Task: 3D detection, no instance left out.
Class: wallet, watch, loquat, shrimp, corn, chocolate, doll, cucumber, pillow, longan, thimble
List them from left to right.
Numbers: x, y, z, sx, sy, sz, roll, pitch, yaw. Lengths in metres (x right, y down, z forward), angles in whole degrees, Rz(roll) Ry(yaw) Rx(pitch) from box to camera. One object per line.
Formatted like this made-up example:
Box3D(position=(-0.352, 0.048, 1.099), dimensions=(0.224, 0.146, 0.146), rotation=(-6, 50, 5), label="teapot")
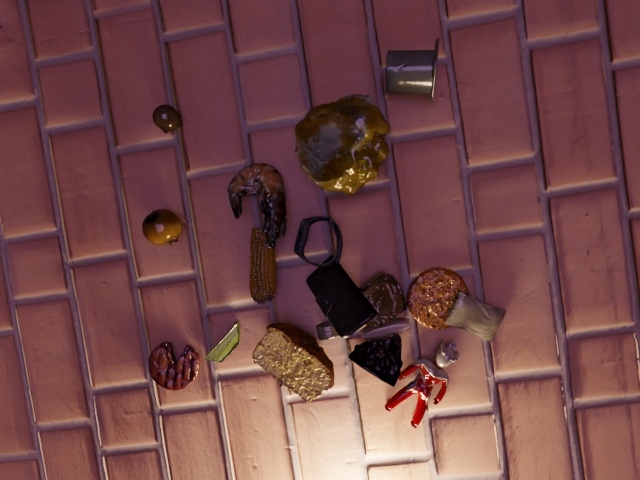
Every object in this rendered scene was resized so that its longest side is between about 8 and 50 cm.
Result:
Box3D(position=(-0.645, -0.052, 1.646), dimensions=(0.163, 0.137, 0.163), rotation=(1, 83, -12), label="loquat")
Box3D(position=(-0.626, -0.493, 1.644), dimensions=(0.113, 0.092, 0.113), rotation=(-3, 110, -10), label="longan")
Box3D(position=(-0.388, 0.433, 1.695), dimensions=(0.070, 0.046, 0.220), rotation=(41, 97, -1), label="cucumber")
Box3D(position=(-0.251, -0.140, 1.604), dimensions=(0.233, 0.071, 0.364), rotation=(-5, 75, 0), label="shrimp")
Box3D(position=(-0.232, 0.099, 1.635), dimensions=(0.115, 0.115, 0.317), rotation=(-1, 92, 5), label="corn")
Box3D(position=(0.000, 0.000, 1.613), dimensions=(0.193, 0.068, 0.206), rotation=(14, 81, 13), label="watch")
Box3D(position=(0.039, 0.361, 1.634), dimensions=(0.110, 0.084, 0.062), rotation=(-13, 91, 7), label="thimble")
Box3D(position=(0.067, 0.213, 1.565), dimensions=(0.172, 0.045, 0.318), rotation=(-40, 55, 7), label="wallet")
Box3D(position=(0.239, 0.430, 1.573), dimensions=(0.206, 0.224, 0.177), rotation=(29, 81, 18), label="chocolate")
Box3D(position=(0.421, 0.560, 1.614), dimensions=(0.188, 0.099, 0.384), rotation=(34, 101, 1), label="doll")
Box3D(position=(0.608, 0.298, 1.584), dimensions=(0.230, 0.050, 0.148), rotation=(24, 102, -10), label="pillow")

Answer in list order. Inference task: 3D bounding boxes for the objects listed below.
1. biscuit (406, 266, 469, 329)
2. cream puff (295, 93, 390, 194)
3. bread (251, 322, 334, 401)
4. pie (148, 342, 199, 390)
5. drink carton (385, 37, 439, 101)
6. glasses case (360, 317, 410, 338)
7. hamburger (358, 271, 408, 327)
Box3D(position=(0.471, 0.234, 1.617), dimensions=(0.254, 0.035, 0.253), rotation=(0, 94, 5), label="biscuit")
Box3D(position=(0.104, -0.354, 1.522), dimensions=(0.378, 0.276, 0.378), rotation=(3, 96, 34), label="cream puff")
Box3D(position=(-0.096, 0.465, 1.606), dimensions=(0.340, 0.179, 0.194), rotation=(38, 97, 0), label="bread")
Box3D(position=(-0.621, 0.530, 1.716), dimensions=(0.219, 0.054, 0.204), rotation=(22, 94, 1), label="pie")
Box3D(position=(0.342, -0.624, 1.511), dimensions=(0.190, 0.191, 0.185), rotation=(2, 55, 11), label="drink carton")
Box3D(position=(0.259, 0.350, 1.618), dimensions=(0.204, 0.081, 0.051), rotation=(-15, 96, 4), label="glasses case")
Box3D(position=(0.229, 0.237, 1.606), dimensions=(0.206, 0.130, 0.183), rotation=(-32, 91, -12), label="hamburger")
